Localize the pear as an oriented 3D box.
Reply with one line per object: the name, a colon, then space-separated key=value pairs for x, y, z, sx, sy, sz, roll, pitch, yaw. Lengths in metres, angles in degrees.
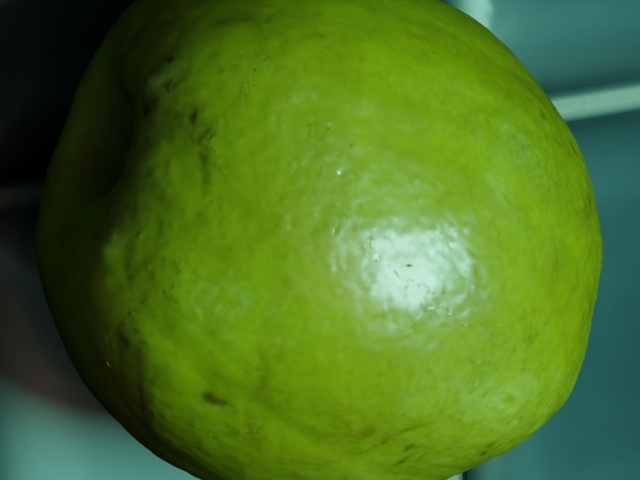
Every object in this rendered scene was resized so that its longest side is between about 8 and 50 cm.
pear: x=0.000 y=0.000 z=0.529 sx=0.162 sy=0.149 sz=0.149 roll=27 pitch=86 yaw=-34
